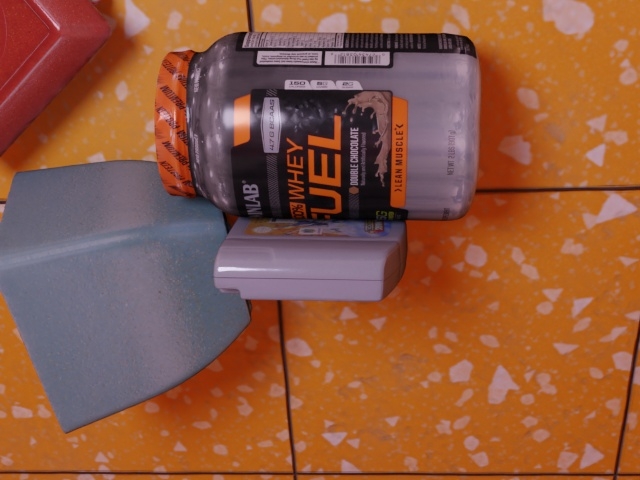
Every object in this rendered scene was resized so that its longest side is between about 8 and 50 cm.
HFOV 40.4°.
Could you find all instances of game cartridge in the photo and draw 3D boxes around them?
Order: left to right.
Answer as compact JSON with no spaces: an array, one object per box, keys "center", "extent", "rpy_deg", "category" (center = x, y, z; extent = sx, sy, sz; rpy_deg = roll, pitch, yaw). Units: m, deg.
[{"center":[0.000,0.000,0.994],"extent":[0.198,0.297,0.062],"rpy_deg":[-3,105,4],"category":"game cartridge"}]

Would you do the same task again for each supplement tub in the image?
[{"center":[0.000,-0.126,0.966],"extent":[0.337,0.207,0.207],"rpy_deg":[1,121,4],"category":"supplement tub"}]

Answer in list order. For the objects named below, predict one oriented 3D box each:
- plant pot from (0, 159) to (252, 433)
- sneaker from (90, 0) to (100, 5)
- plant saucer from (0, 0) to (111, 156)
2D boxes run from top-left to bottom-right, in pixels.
[{"center":[-0.224,0.040,1.070],"extent":[0.252,0.247,0.248],"rpy_deg":[-14,120,-4],"category":"plant pot"},{"center":[-0.309,-0.255,1.001],"extent":[0.134,0.051,0.070],"rpy_deg":[-1,118,12],"category":"sneaker"},{"center":[-0.405,-0.246,0.975],"extent":[0.258,0.048,0.259],"rpy_deg":[-39,94,23],"category":"plant saucer"}]
